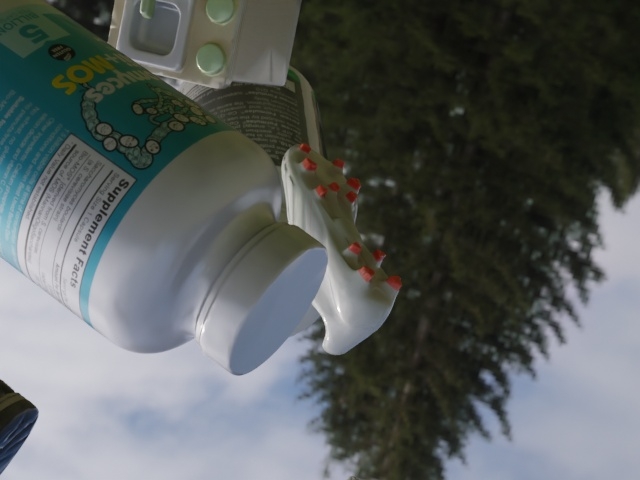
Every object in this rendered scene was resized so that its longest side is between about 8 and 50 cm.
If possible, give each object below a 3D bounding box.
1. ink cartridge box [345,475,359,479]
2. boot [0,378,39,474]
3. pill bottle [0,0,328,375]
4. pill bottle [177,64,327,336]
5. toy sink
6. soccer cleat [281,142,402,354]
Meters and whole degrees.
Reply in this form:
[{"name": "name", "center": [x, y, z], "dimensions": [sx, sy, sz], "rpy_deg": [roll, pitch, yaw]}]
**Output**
[{"name": "ink cartridge box", "center": [0.055, 0.395, 1.578], "dimensions": [0.203, 0.148, 0.086], "rpy_deg": [42, -169, -39]}, {"name": "boot", "center": [-0.566, 0.252, 1.690], "dimensions": [0.284, 0.377, 0.138], "rpy_deg": [45, -154, 10]}, {"name": "pill bottle", "center": [-0.126, -0.030, 0.778], "dimensions": [0.264, 0.146, 0.146], "rpy_deg": [35, -159, 17]}, {"name": "pill bottle", "center": [-0.087, -0.057, 1.613], "dimensions": [0.204, 0.204, 0.361], "rpy_deg": [10, -141, -15]}, {"name": "toy sink", "center": [-0.139, -0.244, 1.431], "dimensions": [0.153, 0.131, 0.234], "rpy_deg": [14, -171, 18]}, {"name": "soccer cleat", "center": [0.000, 0.000, 0.977], "dimensions": [0.068, 0.076, 0.196], "rpy_deg": [21, -150, -34]}]
